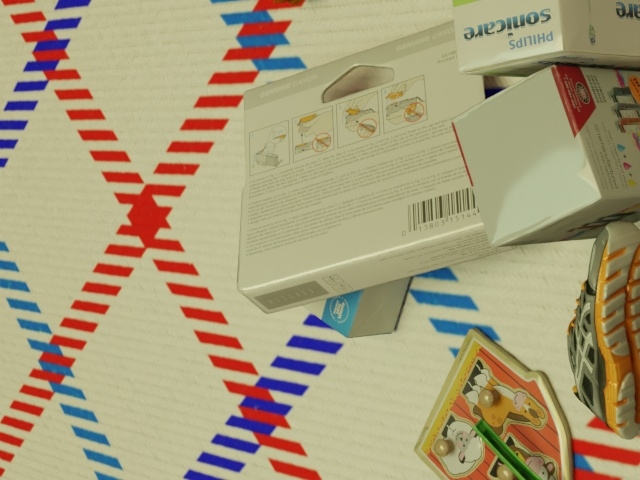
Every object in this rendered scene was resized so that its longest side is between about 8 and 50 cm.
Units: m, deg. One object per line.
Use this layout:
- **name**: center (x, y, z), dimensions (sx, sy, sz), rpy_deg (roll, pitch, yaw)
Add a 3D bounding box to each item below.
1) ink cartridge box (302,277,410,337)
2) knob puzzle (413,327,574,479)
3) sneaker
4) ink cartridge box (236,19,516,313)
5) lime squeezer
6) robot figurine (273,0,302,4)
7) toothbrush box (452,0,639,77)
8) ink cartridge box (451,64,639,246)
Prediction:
- **ink cartridge box**: center (0.000, 0.000, 1.530), dimensions (0.231, 0.078, 0.134), rpy_deg (33, 115, 40)
- **knob puzzle**: center (0.186, 0.216, 1.392), dimensions (0.213, 0.030, 0.213), rpy_deg (5, 97, 45)
- **sneaker**: center (0.267, 0.081, 1.243), dimensions (0.083, 0.084, 0.214), rpy_deg (28, 128, 53)
- **ink cartridge box**: center (0.054, -0.080, 1.410), dimensions (0.296, 0.066, 0.261), rpy_deg (-16, 56, 25)
- **lime squeezer**: center (0.264, 0.278, 1.272), dimensions (0.059, 0.110, 0.310), rpy_deg (-50, 44, -12)
- **robot figurine**: center (-0.014, -0.426, 1.503), dimensions (0.211, 0.085, 0.291), rpy_deg (-10, 86, 45)
- **toothbrush box**: center (0.218, -0.293, 1.189), dimensions (0.122, 0.206, 0.283), rpy_deg (-8, 88, 45)
- **ink cartridge box**: center (0.235, -0.076, 1.213), dimensions (0.127, 0.176, 0.128), rpy_deg (-28, 75, 41)
